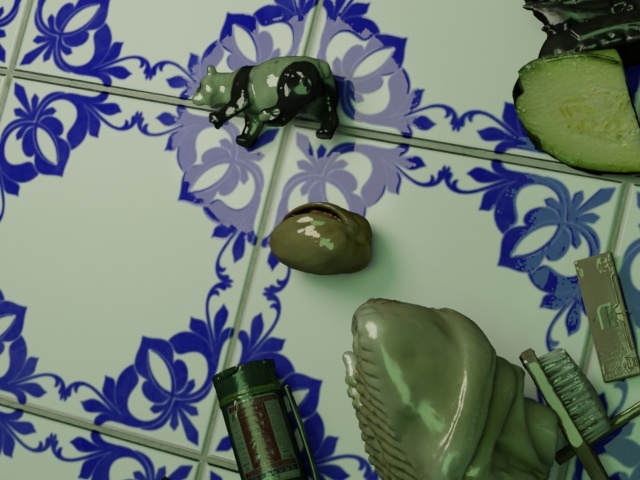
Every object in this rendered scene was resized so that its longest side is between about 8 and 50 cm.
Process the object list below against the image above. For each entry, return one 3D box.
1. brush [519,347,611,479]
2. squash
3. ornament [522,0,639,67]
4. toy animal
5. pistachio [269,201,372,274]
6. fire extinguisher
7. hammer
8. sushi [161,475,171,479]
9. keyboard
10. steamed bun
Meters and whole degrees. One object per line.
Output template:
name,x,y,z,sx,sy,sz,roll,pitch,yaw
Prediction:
brush,0.354,0.272,1.815,0.065,0.070,0.327,-29,77,6
squash,0.349,-0.185,1.895,0.184,0.192,0.085,9,43,40
ornament,0.390,-0.356,1.926,0.251,0.106,0.260,-12,70,17
toy animal,-0.081,-0.206,2.079,0.225,0.094,0.121,-3,68,30
pistachio,0.000,0.000,2.005,0.149,0.113,0.113,0,79,37
fire extinguisher,-0.065,0.310,1.967,0.118,0.093,0.294,-17,73,-2
hammer,0.375,0.231,1.851,0.182,0.017,0.062,-34,69,13
sushi,-0.164,0.453,1.956,0.215,0.050,0.192,27,118,24
keyboard,0.374,0.099,1.878,0.055,0.017,0.166,-18,73,22
steamed bun,0.171,0.223,1.806,0.219,0.310,0.324,-18,66,-11
